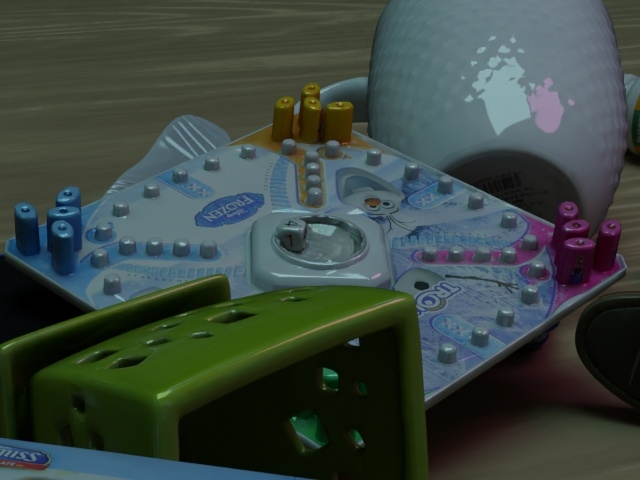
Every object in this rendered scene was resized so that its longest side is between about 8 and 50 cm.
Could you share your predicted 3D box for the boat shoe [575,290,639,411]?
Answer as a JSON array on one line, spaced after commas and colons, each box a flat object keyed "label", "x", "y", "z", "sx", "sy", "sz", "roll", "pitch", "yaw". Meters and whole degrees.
[{"label": "boat shoe", "x": 0.368, "y": 0.106, "z": 1.373, "sx": 0.307, "sy": 0.110, "sz": 0.104, "roll": 15, "pitch": 18, "yaw": 6}]

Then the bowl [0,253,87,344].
[{"label": "bowl", "x": -0.257, "y": 0.105, "z": 1.324, "sx": 0.391, "sy": 0.077, "sz": 0.391, "roll": 3, "pitch": 20, "yaw": -1}]

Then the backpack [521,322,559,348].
[{"label": "backpack", "x": 0.177, "y": 0.054, "z": 1.499, "sx": 0.105, "sy": 0.084, "sz": 0.114, "roll": 4, "pitch": 15, "yaw": 6}]

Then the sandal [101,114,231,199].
[{"label": "sandal", "x": -0.163, "y": -0.043, "z": 1.737, "sx": 0.102, "sy": 0.076, "sz": 0.265, "roll": 26, "pitch": 35, "yaw": 3}]

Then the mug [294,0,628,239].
[{"label": "mug", "x": 0.136, "y": -0.111, "z": 1.690, "sx": 0.374, "sy": 0.276, "sz": 0.328, "roll": -4, "pitch": 35, "yaw": 7}]

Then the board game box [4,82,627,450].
[{"label": "board game box", "x": 0.000, "y": 0.000, "z": 1.372, "sx": 0.390, "sy": 0.050, "sz": 0.390, "roll": 28, "pitch": 38, "yaw": 34}]

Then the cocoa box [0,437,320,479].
[{"label": "cocoa box", "x": -0.144, "y": 0.240, "z": 0.744, "sx": 0.347, "sy": 0.228, "sz": 0.231, "roll": 6, "pitch": 20, "yaw": 10}]

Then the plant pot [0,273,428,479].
[{"label": "plant pot", "x": -0.079, "y": 0.147, "z": 1.030, "sx": 0.207, "sy": 0.228, "sz": 0.227, "roll": 13, "pitch": 22, "yaw": 42}]

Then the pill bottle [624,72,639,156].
[{"label": "pill bottle", "x": 0.459, "y": -0.155, "z": 2.059, "sx": 0.208, "sy": 0.117, "sz": 0.117, "roll": 19, "pitch": 25, "yaw": 36}]
